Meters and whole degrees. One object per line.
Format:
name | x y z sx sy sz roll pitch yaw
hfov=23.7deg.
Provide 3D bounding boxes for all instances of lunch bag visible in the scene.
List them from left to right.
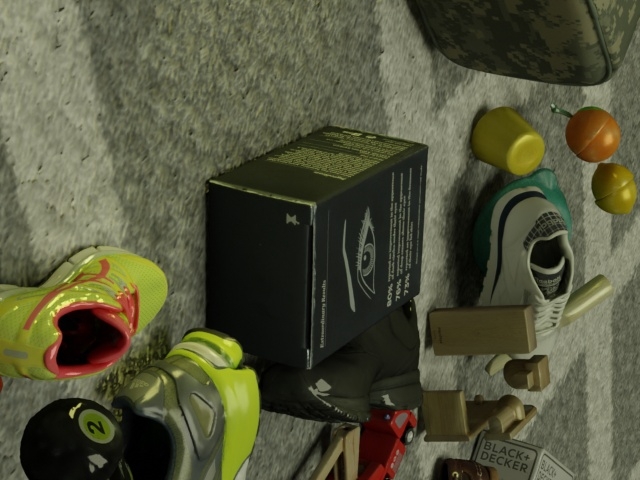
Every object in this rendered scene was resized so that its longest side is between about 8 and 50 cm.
lunch bag | 0.212 -0.329 1.477 0.256 0.213 0.305 -65 150 -20

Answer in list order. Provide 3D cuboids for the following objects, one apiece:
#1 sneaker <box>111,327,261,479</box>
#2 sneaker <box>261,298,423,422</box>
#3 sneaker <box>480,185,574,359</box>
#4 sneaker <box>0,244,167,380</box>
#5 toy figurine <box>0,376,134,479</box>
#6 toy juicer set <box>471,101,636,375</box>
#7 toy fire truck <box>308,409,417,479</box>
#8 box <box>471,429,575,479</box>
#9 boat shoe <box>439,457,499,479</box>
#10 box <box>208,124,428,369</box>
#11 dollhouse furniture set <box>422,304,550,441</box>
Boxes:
sneaker | -0.124 0.225 1.246 0.121 0.111 0.299 -19 113 -46
sneaker | 0.021 0.104 1.455 0.286 0.109 0.130 -2 97 -70
sneaker | 0.239 0.057 1.714 0.090 0.095 0.235 -21 128 -18
sneaker | -0.163 0.061 1.091 0.208 0.094 0.081 -25 121 -57
toy figurine | -0.225 0.171 0.905 0.209 0.213 0.148 -56 158 -24
toy juicer set | 0.271 -0.018 1.809 0.209 0.089 0.329 -16 123 -24
toy fire truck | 0.030 0.231 1.561 0.192 0.047 0.135 -64 148 -23
box | 0.222 0.402 1.939 0.169 0.087 0.290 43 64 -58
boat shoe | 0.151 0.362 1.825 0.073 0.073 0.207 15 84 -24
box | 0.000 0.000 1.344 0.207 0.108 0.153 -27 125 -54
dollhouse furniture set | 0.197 0.139 1.752 0.123 0.144 0.151 -27 110 -61
